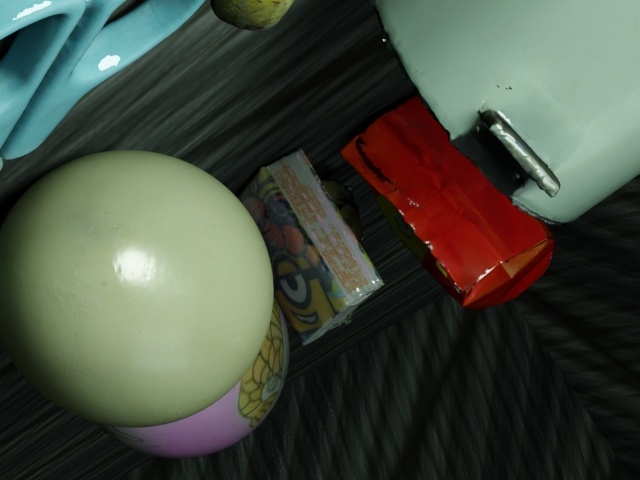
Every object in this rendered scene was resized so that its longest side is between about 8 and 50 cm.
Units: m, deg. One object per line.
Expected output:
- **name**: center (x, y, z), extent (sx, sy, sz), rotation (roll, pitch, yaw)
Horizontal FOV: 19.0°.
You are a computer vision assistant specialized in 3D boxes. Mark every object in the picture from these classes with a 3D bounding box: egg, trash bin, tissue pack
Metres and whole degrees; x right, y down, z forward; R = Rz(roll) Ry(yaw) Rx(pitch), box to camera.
- **egg**: center (-0.128, 0.095, 1.653), extent (0.196, 0.196, 0.271), rotation (-35, 172, 17)
- **egg**: center (-0.128, 0.031, 1.281), extent (0.186, 0.186, 0.241), rotation (-33, 161, 6)
- **trash bin**: center (0.198, -0.169, 1.204), extent (0.262, 0.217, 0.277), rotation (-36, -156, 24)
- **tissue pack**: center (-0.016, 0.006, 1.713), extent (0.060, 0.148, 0.108), rotation (-26, 170, -32)

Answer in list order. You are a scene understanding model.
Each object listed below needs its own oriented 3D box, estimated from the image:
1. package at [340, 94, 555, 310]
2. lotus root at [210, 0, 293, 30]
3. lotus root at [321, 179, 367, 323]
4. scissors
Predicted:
- **package**: center (0.137, -0.034, 1.901), extent (0.123, 0.196, 0.423), rotation (-38, 171, 5)
- **lotus root**: center (-0.036, -0.143, 1.048), extent (0.099, 0.049, 0.054), rotation (128, -15, -74)
- **lotus root**: center (-0.003, 0.002, 1.878), extent (0.070, 0.143, 0.144), rotation (-6, -167, 15)
- **scissors**: center (-0.203, -0.040, 1.107), extent (0.192, 0.029, 0.447), rotation (-27, 170, -35)
